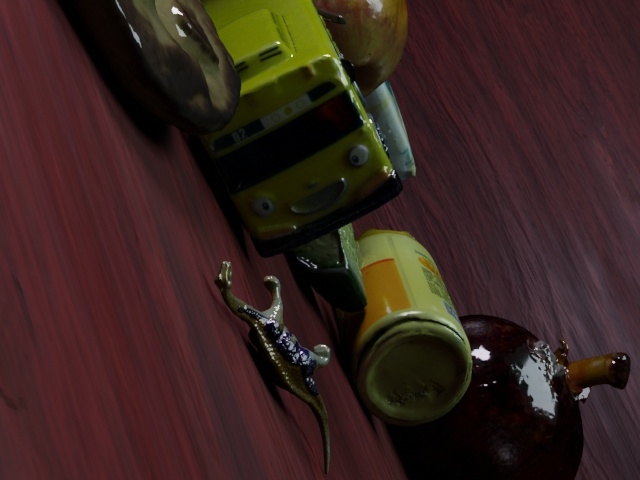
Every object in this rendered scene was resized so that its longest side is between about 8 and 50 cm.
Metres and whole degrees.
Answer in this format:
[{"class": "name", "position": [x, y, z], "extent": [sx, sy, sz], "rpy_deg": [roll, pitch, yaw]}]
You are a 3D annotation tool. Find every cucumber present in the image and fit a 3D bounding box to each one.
[{"class": "cucumber", "position": [0.000, 0.000, 1.230], "extent": [0.115, 0.062, 0.116], "rpy_deg": [54, 25, -61]}]

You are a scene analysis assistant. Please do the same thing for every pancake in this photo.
[{"class": "pancake", "position": [-0.135, -0.195, 0.832], "extent": [0.294, 0.049, 0.294], "rpy_deg": [61, 7, -13]}]

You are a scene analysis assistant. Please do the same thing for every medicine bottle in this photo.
[{"class": "medicine bottle", "position": [0.074, 0.075, 1.332], "extent": [0.239, 0.124, 0.124], "rpy_deg": [-107, 171, -66]}]

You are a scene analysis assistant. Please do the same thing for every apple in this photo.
[{"class": "apple", "position": [-0.011, -0.237, 1.395], "extent": [0.188, 0.211, 0.211], "rpy_deg": [63, 4, 16]}]

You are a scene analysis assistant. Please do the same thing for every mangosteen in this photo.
[{"class": "mangosteen", "position": [0.211, 0.176, 1.438], "extent": [0.235, 0.261, 0.235], "rpy_deg": [63, 7, -15]}]

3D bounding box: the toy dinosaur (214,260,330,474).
[{"class": "toy dinosaur", "position": [-0.021, 0.070, 0.836], "extent": [0.180, 0.037, 0.058], "rpy_deg": [54, 34, -31]}]

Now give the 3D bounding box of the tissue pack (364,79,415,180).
[{"class": "tissue pack", "position": [-0.021, -0.279, 1.764], "extent": [0.287, 0.162, 0.388], "rpy_deg": [-108, 173, -47]}]

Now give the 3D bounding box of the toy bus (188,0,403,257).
[{"class": "toy bus", "position": [-0.034, -0.112, 1.044], "extent": [0.150, 0.128, 0.262], "rpy_deg": [62, 5, -29]}]

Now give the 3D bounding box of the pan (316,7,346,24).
[{"class": "pan", "position": [-0.078, -0.225, 1.206], "extent": [0.128, 0.048, 0.202], "rpy_deg": [37, -6, -29]}]
